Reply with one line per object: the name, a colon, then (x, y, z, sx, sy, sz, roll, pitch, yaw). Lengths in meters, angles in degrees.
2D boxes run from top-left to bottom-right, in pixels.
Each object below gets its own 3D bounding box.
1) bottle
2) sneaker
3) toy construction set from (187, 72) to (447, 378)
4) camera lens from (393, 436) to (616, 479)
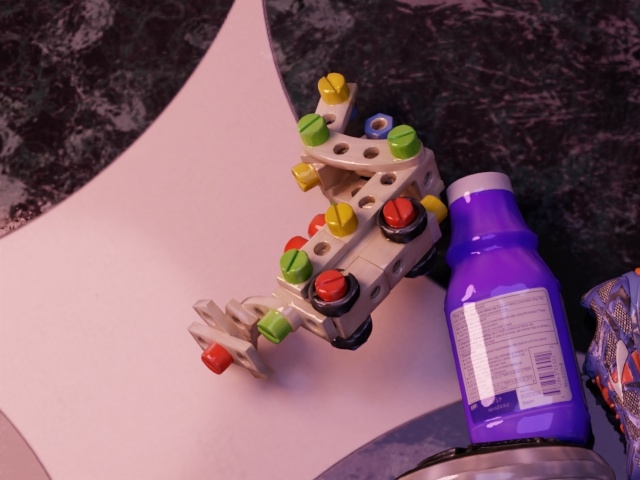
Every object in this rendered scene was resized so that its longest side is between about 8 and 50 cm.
bottle: (0.180, 0.074, 1.793, 0.118, 0.092, 0.283, -15, 69, 11)
sneaker: (0.297, 0.136, 1.766, 0.087, 0.083, 0.221, -11, 64, 22)
toy construction set: (0.000, 0.000, 1.813, 0.215, 0.151, 0.328, 28, 79, 35)
camera lens: (0.174, 0.325, 1.639, 0.219, 0.219, 0.274, -11, 69, 7)
